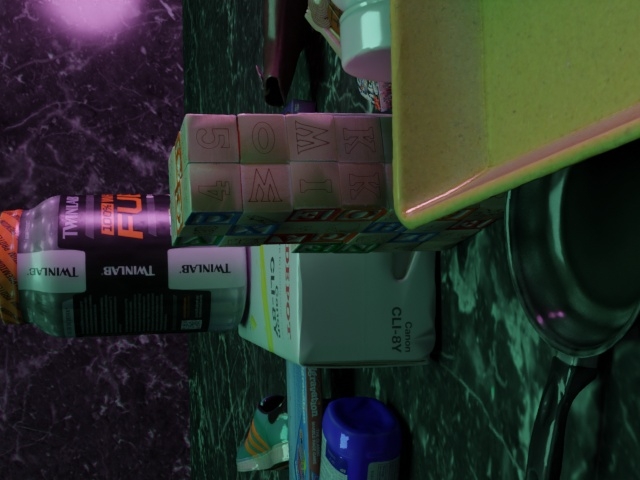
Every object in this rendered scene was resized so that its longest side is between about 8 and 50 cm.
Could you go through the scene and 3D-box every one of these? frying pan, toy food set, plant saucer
[{"bbox_3d":[0.196,0.048,0.629,0.197,0.053,0.326,142,125,-70],"label":"frying pan"},{"bbox_3d":[0.022,-0.309,1.156,0.132,0.038,0.192,53,154,14],"label":"toy food set"},{"bbox_3d":[0.162,-0.195,0.576,0.332,0.080,0.333,-23,64,60],"label":"plant saucer"}]

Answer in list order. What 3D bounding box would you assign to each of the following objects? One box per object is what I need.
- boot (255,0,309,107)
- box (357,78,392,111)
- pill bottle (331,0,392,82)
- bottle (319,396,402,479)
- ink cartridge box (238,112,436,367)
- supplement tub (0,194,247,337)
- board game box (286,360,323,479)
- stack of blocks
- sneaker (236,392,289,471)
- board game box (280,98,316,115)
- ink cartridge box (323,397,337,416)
[{"bbox_3d":[-0.052,-0.344,1.368,0.248,0.090,0.207,93,-177,-71],"label":"boot"},{"bbox_3d":[0.062,-0.235,1.073,0.094,0.027,0.137,-124,21,-62],"label":"box"},{"bbox_3d":[0.080,-0.300,0.818,0.161,0.161,0.284,162,106,-74],"label":"pill bottle"},{"bbox_3d":[0.044,0.344,1.116,0.118,0.092,0.283,-133,44,-68],"label":"bottle"},{"bbox_3d":[0.000,0.000,1.122,0.384,0.160,0.279,177,93,-74],"label":"ink cartridge box"},{"bbox_3d":[-0.267,0.033,1.205,0.193,0.315,0.194,178,90,-76],"label":"supplement tub"},{"bbox_3d":[-0.022,0.286,1.299,0.145,0.027,0.282,167,101,-78],"label":"board game box"},{"bbox_3d":[0.012,-0.047,0.828,0.171,0.297,0.087,140,127,-69],"label":"stack of blocks"},{"bbox_3d":[-0.072,0.331,1.523,0.302,0.108,0.121,141,128,-60],"label":"sneaker"},{"bbox_3d":[-0.060,-0.036,1.474,0.208,0.056,0.347,150,123,-65],"label":"board game box"},{"bbox_3d":[0.017,0.344,1.301,0.097,0.046,0.207,-173,82,-75],"label":"ink cartridge box"}]
